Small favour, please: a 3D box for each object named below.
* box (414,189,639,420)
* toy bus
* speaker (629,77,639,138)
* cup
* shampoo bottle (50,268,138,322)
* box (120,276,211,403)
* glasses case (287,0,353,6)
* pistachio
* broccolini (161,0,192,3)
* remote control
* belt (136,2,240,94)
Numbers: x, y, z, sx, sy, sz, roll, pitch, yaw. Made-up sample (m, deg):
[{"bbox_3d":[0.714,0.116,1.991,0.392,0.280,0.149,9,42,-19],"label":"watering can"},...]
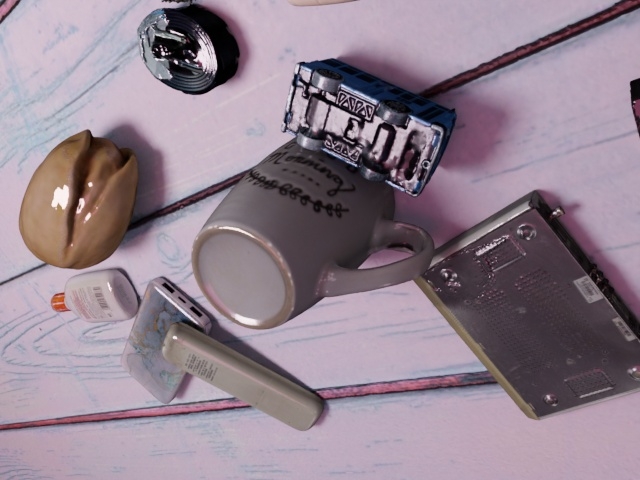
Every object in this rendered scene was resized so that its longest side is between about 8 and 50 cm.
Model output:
[{"bbox_3d":[0.266,0.092,0.661,0.210,0.045,0.270,-35,96,39],"label":"box"},{"bbox_3d":[0.059,-0.133,0.612,0.184,0.106,0.090,30,123,18],"label":"toy bus"},{"bbox_3d":[0.379,-0.143,0.442,0.218,0.082,0.044,-15,108,35],"label":"speaker"},{"bbox_3d":[0.000,0.000,0.642,0.257,0.234,0.187,17,124,18],"label":"cup"},{"bbox_3d":[-0.459,0.116,1.075,0.220,0.051,0.108,-9,112,33],"label":"shampoo bottle"},{"bbox_3d":[-0.306,0.201,1.046,0.142,0.044,0.285,39,128,10],"label":"box"},{"bbox_3d":[0.008,-0.392,0.472,0.076,0.144,0.337,8,119,26],"label":"glasses case"},{"bbox_3d":[-0.394,-0.053,0.881,0.162,0.182,0.293,15,137,-25],"label":"pistachio"},{"bbox_3d":[-0.203,-0.380,0.650,0.073,0.058,0.201,-24,104,29],"label":"broccolini"},{"bbox_3d":[-0.140,0.242,0.949,0.309,0.038,0.090,27,124,1],"label":"remote control"},{"bbox_3d":[-0.176,-0.251,0.708,0.139,0.058,0.105,21,124,18],"label":"belt"}]
